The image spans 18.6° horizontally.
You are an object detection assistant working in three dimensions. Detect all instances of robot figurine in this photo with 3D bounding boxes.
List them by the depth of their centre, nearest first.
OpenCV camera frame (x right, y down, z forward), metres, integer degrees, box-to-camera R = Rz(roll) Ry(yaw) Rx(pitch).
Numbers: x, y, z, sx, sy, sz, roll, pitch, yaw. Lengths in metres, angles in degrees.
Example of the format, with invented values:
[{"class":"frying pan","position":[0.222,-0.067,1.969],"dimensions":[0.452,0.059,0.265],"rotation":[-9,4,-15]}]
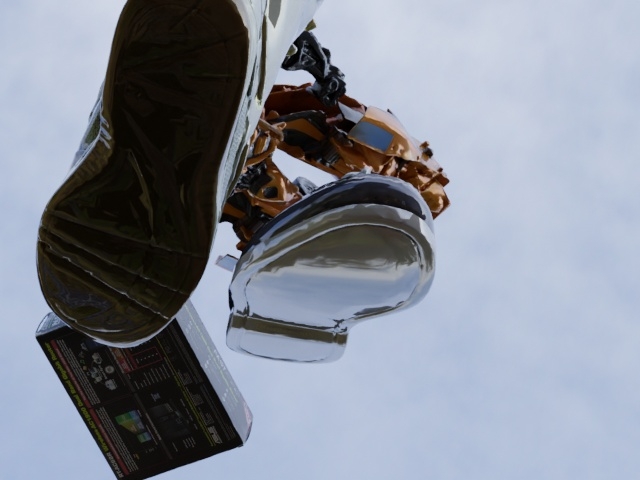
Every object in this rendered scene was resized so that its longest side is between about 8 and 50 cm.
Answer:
[{"class":"robot figurine","position":[-0.035,-0.055,1.484],"dimensions":[0.211,0.085,0.291],"rotation":[-45,-37,18]}]

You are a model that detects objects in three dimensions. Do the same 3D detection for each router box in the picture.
[{"class":"router box","position":[-0.110,0.087,1.233],"dimensions":[0.092,0.038,0.122],"rotation":[-21,-71,17]}]

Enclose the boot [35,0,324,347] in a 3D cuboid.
[{"class":"boot","position":[-0.056,-0.066,0.891],"dimensions":[0.077,0.165,0.213],"rotation":[24,-51,2]}]

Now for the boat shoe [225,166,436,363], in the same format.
[{"class":"boat shoe","position":[0.000,0.000,0.809],"dimensions":[0.075,0.065,0.206],"rotation":[10,-18,-9]}]
